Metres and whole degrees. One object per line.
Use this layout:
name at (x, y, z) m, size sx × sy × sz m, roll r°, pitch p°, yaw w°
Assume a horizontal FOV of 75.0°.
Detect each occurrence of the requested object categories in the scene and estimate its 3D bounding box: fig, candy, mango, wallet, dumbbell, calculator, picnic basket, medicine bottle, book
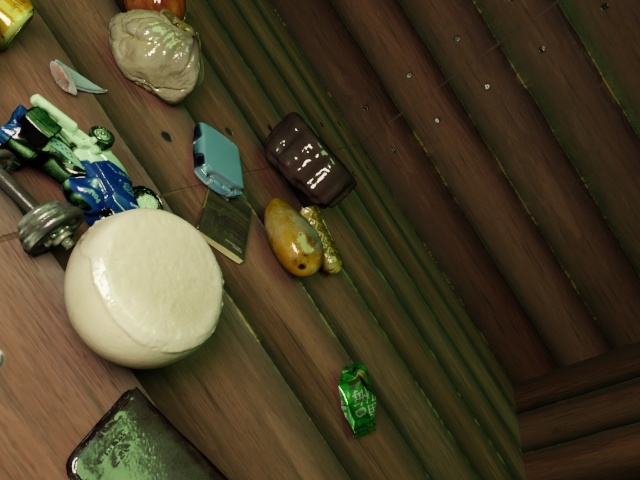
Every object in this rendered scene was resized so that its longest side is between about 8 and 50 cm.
fig at (-0.519, -0.748, 1.331) m, size 0.205 × 0.205 × 0.205 m, roll 42°, pitch 30°, yaw -31°
candy at (0.109, 0.466, 1.230) m, size 0.141 × 0.078 × 0.204 m, roll 9°, pitch 65°, yaw -45°
mango at (-0.091, -0.024, 1.333) m, size 0.192 × 0.146 × 0.317 m, roll 34°, pitch 27°, yaw -55°
wallet at (-0.249, 0.406, 0.686) m, size 0.318 × 0.045 × 0.172 m, roll 52°, pitch 25°, yaw -11°
dumbbell at (-0.509, -0.081, 0.699) m, size 0.255 × 0.110 × 0.110 m, roll 48°, pitch 27°, yaw -7°
calculator at (-0.311, -0.247, 1.262) m, size 0.172 × 0.051 × 0.293 m, roll 31°, pitch 30°, yaw -40°
picnic basket at (-0.498, -0.788, 1.549) m, size 0.110 × 0.054 × 0.194 m, roll 35°, pitch 32°, yaw -39°
medicine bottle at (-0.694, -0.490, 0.792) m, size 0.238 × 0.124 × 0.124 m, roll 37°, pitch 33°, yaw -40°
book at (-0.269, -0.057, 1.185) m, size 0.160 × 0.024 × 0.229 m, roll 40°, pitch 31°, yaw -32°

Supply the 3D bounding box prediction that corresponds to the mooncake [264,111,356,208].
mooncake at (-0.039, -0.288, 1.587) m, size 0.381 × 0.212 × 0.351 m, roll 43°, pitch 6°, yaw -20°

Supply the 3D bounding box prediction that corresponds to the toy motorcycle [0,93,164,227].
toy motorcycle at (-0.454, -0.117, 0.817) m, size 0.331 × 0.125 × 0.196 m, roll 47°, pitch 26°, yaw -32°

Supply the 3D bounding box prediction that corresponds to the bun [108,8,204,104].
bun at (-0.444, -0.539, 1.196) m, size 0.281 × 0.204 × 0.282 m, roll 42°, pitch 31°, yaw -33°

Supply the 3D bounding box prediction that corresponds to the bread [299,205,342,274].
bread at (0.000, 0.000, 1.534) m, size 0.087 × 0.098 × 0.270 m, roll -20°, pitch 77°, yaw -21°

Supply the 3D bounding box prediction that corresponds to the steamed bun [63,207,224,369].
steamed bun at (-0.319, 0.092, 0.750) m, size 0.283 × 0.177 × 0.283 m, roll 38°, pitch 37°, yaw -37°

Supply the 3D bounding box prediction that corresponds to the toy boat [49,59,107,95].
toy boat at (-0.575, -0.380, 0.997) m, size 0.096 × 0.034 × 0.122 m, roll 58°, pitch 17°, yaw 0°
